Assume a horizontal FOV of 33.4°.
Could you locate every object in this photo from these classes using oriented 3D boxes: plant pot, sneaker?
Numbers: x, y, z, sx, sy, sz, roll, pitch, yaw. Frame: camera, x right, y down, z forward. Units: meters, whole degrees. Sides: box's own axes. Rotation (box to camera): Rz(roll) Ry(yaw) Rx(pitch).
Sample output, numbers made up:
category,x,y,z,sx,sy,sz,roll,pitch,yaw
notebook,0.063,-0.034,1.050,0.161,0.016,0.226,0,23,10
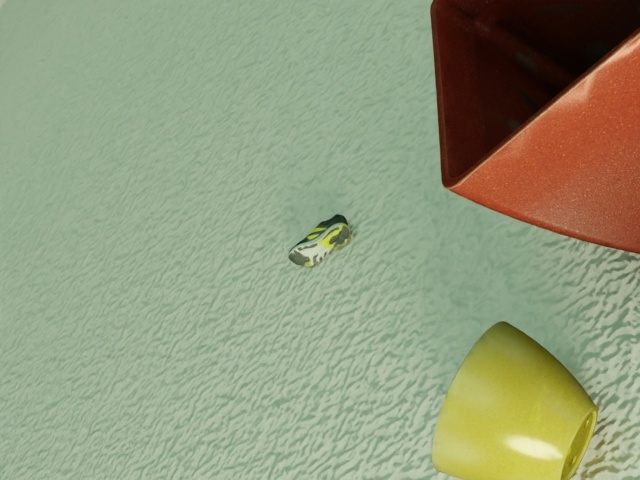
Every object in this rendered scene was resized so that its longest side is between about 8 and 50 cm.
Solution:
category,x,y,z,sx,sy,sz,roll,pitch,yaw
plant pot,0.164,0.145,0.853,0.095,0.134,0.134,24,78,27
plant pot,0.266,-0.140,0.829,0.267,0.236,0.267,-41,29,34
sneaker,0.000,0.000,1.206,0.083,0.031,0.035,-29,30,22
